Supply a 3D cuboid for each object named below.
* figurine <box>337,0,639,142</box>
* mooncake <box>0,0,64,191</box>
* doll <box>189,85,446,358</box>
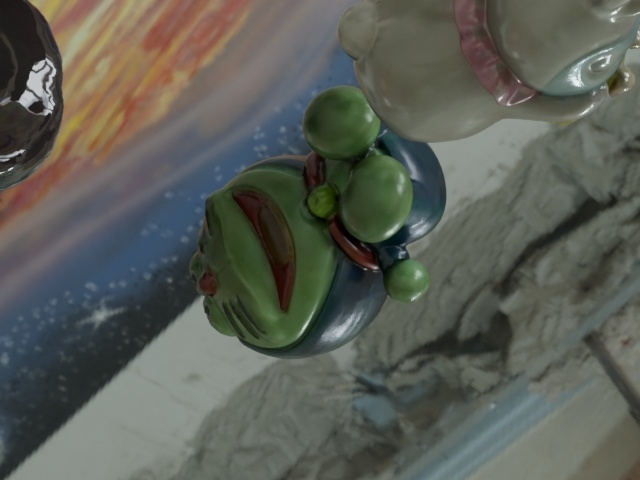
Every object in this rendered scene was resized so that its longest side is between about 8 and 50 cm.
[{"bbox_3d":[0.144,-0.133,0.686,0.235,0.155,0.127,-8,-121,42],"label":"figurine"},{"bbox_3d":[-0.350,-0.139,0.972,0.133,0.245,0.245,-32,-142,57],"label":"mooncake"},{"bbox_3d":[0.000,-0.001,1.041,0.322,0.186,0.198,-34,-112,40],"label":"doll"}]
